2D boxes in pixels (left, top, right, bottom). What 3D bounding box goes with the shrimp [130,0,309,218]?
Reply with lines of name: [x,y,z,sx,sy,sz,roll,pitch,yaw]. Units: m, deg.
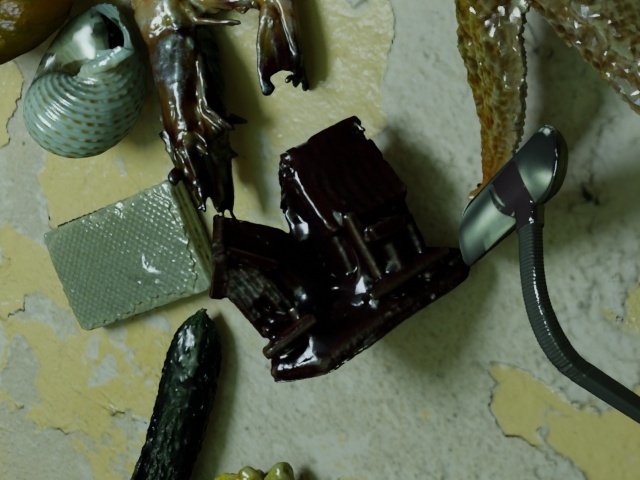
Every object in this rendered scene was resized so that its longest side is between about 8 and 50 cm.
shrimp: [-0.084,-0.171,1.271,0.178,0.075,0.289,-15,82,34]

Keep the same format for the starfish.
starfish: [0.173,-0.217,1.047,0.398,0.132,0.384,-5,106,39]

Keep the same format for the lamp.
lamp: [0.209,0.068,1.088,0.283,0.124,0.203,46,164,-1]

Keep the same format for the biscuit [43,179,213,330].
biscuit: [-0.198,0.018,1.419,0.199,0.040,0.121,-20,94,36]

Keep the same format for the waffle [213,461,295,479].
waffle: [-0.050,0.348,1.408,0.243,0.059,0.238,-32,86,36]

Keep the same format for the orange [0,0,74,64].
orange: [-0.348,-0.265,1.322,0.240,0.240,0.171,-48,32,35]

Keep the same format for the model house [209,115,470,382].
model house: [-0.001,0.006,1.192,0.164,0.203,0.141,60,167,-29]

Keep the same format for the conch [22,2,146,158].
conch: [-0.225,-0.152,1.347,0.153,0.102,0.135,-32,57,17]

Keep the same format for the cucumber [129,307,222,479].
cucumber: [-0.145,0.182,1.418,0.067,0.067,0.245,31,120,23]
